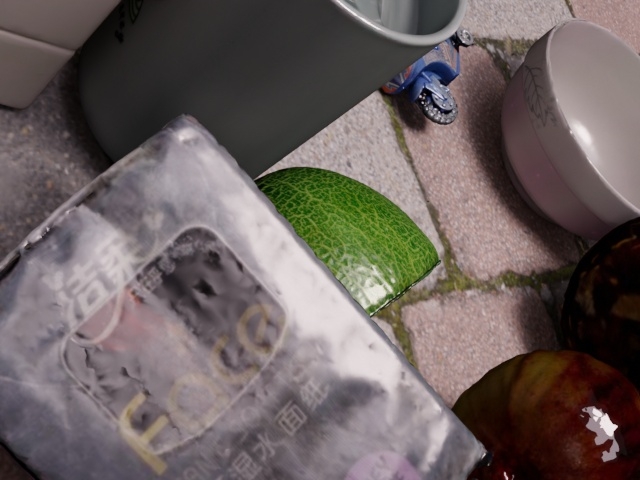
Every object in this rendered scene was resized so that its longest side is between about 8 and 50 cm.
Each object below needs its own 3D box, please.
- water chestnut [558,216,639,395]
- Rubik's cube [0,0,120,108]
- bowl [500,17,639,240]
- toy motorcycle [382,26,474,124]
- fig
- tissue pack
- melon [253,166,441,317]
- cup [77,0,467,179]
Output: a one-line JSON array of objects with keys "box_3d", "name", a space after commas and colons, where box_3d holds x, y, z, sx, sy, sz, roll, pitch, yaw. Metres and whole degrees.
[{"box_3d": [0.395, 0.100, 1.130, 0.300, 0.300, 0.300, 22, 52, -32], "name": "water chestnut"}, {"box_3d": [-0.284, -0.315, 0.759, 0.290, 0.291, 0.292, 11, 58, -38], "name": "Rubik's cube"}, {"box_3d": [0.329, -0.119, 1.317, 0.287, 0.143, 0.287, 22, 53, -32], "name": "bowl"}, {"box_3d": [0.114, -0.226, 1.242, 0.114, 0.076, 0.205, 21, 52, -24], "name": "toy motorcycle"}, {"box_3d": [0.235, 0.207, 1.026, 0.217, 0.217, 0.321, 66, 20, 11], "name": "fig"}, {"box_3d": [-0.078, 0.121, 0.769, 0.259, 0.122, 0.361, -44, 100, -23], "name": "tissue pack"}, {"box_3d": [0.000, 0.000, 0.955, 0.169, 0.129, 0.265, 54, 43, 2], "name": "melon"}, {"box_3d": [-0.057, -0.170, 0.864, 0.205, 0.312, 0.206, 23, 51, -32], "name": "cup"}]
